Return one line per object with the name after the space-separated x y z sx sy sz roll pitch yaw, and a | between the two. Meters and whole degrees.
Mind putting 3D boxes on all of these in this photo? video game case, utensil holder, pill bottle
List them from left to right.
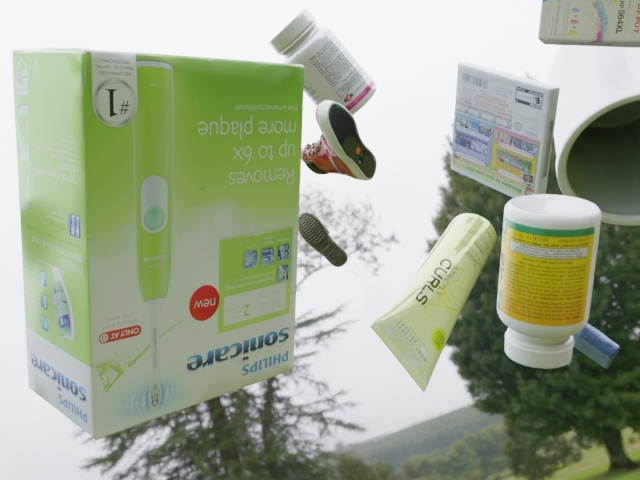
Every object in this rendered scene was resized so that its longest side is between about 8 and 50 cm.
0.005 -0.461 1.809 0.160 0.283 0.160 -39 17 14 | pill bottle
0.294 -0.178 1.119 0.023 0.212 0.193 -16 -60 -26 | video game case
0.291 0.053 0.885 0.117 0.208 0.117 -1 18 0 | pill bottle
0.675 -0.274 1.505 0.327 0.385 0.328 6 -49 7 | utensil holder

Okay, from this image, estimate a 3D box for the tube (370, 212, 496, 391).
0.136 0.056 0.772 0.240 0.070 0.062 -48 -27 -43 | tube

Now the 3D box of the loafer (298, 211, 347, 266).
0.000 0.000 1.505 0.056 0.148 0.050 -39 -1 -4 | loafer

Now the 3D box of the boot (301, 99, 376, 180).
0.002 -0.219 1.518 0.176 0.088 0.244 10 -25 31 | boot

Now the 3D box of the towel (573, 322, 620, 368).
0.394 0.140 1.035 0.029 0.119 0.067 -45 -26 -13 | towel

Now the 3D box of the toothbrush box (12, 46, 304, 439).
-0.129 -0.012 0.579 0.122 0.283 0.206 16 18 42 | toothbrush box

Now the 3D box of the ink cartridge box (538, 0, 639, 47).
0.351 -0.289 0.841 0.143 0.092 0.090 8 13 22 | ink cartridge box
